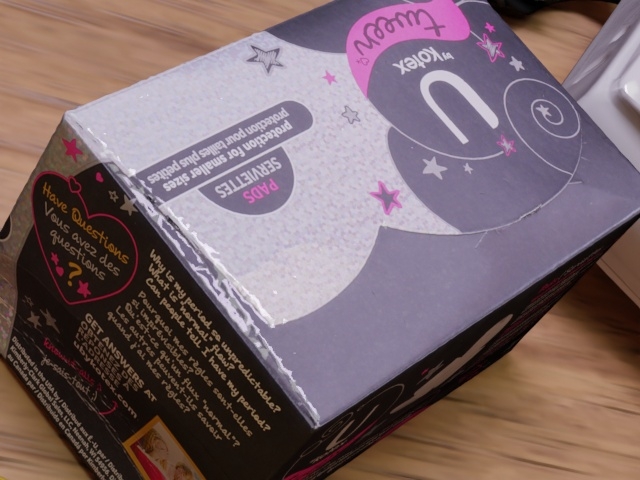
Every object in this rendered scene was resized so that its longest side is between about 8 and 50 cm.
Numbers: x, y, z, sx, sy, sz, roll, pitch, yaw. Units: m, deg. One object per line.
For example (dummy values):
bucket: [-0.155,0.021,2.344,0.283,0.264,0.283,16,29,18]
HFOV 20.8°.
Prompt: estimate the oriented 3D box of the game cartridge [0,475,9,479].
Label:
game cartridge: [-0.204,0.172,0.570,0.323,0.053,0.285,29,45,-6]

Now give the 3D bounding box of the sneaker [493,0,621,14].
sneaker: [0.097,-0.193,1.010,0.267,0.101,0.106,-1,59,-32]

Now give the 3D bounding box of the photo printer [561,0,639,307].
photo printer: [0.272,-0.018,0.951,0.307,0.107,0.256,44,48,-8]

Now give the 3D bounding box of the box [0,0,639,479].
box: [0.000,0.000,0.764,0.247,0.142,0.163,-28,74,-43]
